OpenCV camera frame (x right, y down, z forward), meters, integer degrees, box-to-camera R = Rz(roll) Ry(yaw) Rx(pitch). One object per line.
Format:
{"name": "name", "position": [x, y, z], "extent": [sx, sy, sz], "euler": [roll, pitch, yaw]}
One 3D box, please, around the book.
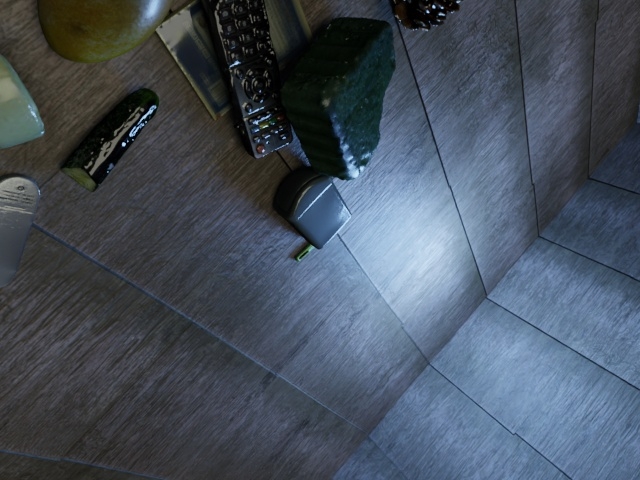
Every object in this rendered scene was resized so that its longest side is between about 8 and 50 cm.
{"name": "book", "position": [-0.171, -0.452, 0.919], "extent": [0.322, 0.018, 0.228], "euler": [-42, 137, -12]}

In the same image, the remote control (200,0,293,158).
{"name": "remote control", "position": [-0.161, -0.375, 0.918], "extent": [0.145, 0.062, 0.398], "euler": [-31, 135, -22]}

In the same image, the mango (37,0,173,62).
{"name": "mango", "position": [-0.336, -0.457, 0.654], "extent": [0.222, 0.199, 0.383], "euler": [8, 123, -51]}

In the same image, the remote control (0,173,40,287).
{"name": "remote control", "position": [-0.615, -0.014, 0.810], "extent": [0.077, 0.022, 0.244], "euler": [13, 106, -47]}

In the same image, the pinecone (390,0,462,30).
{"name": "pinecone", "position": [0.280, -0.635, 1.058], "extent": [0.179, 0.205, 0.184], "euler": [-6, 103, -43]}

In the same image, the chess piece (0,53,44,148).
{"name": "chess piece", "position": [-0.650, -0.145, 0.572], "extent": [0.442, 0.234, 0.234], "euler": [-34, 134, -26]}

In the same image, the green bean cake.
{"name": "green bean cake", "position": [0.060, -0.349, 1.044], "extent": [0.300, 0.169, 0.307], "euler": [-56, 149, -20]}

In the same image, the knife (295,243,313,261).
{"name": "knife", "position": [-0.001, 0.000, 1.354], "extent": [0.212, 0.015, 0.054], "euler": [-42, 143, -14]}

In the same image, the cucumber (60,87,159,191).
{"name": "cucumber", "position": [-0.412, -0.208, 0.828], "extent": [0.241, 0.074, 0.074], "euler": [-53, 137, -4]}

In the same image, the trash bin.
{"name": "trash bin", "position": [-0.021, -0.099, 1.214], "extent": [0.176, 0.101, 0.236], "euler": [-49, 139, -8]}
